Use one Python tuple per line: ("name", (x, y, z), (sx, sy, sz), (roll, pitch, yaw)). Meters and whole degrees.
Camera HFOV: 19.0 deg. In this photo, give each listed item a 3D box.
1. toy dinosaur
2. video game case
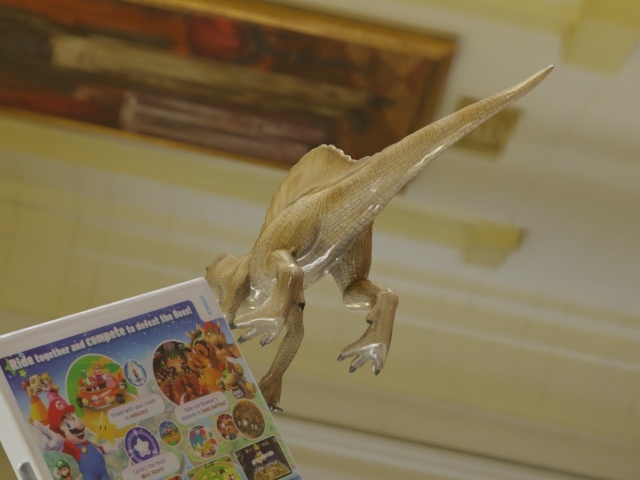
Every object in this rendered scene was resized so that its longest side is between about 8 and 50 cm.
("toy dinosaur", (0.000, 0.000, 0.671), (0.183, 0.053, 0.092), (-35, 37, 39))
("video game case", (-0.035, 0.073, 0.505), (0.011, 0.122, 0.087), (-33, -11, 39))
